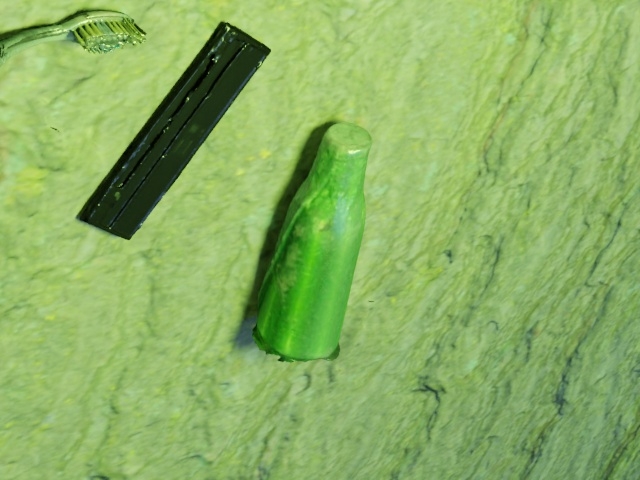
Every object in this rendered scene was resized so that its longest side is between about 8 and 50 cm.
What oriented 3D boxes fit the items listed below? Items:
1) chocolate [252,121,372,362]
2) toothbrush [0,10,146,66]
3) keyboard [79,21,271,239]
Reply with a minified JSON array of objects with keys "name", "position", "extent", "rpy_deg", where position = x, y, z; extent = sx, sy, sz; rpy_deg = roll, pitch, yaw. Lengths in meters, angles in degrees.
[{"name":"chocolate","position":[0.000,0.000,2.028],"extent":[0.110,0.110,0.291],"rpy_deg":[-18,136,-39]},{"name":"toothbrush","position":[-0.326,-0.151,1.522],"extent":[0.413,0.042,0.035],"rpy_deg":[-16,138,-37]},{"name":"keyboard","position":[-0.145,-0.107,1.806],"extent":[0.250,0.017,0.087],"rpy_deg":[-53,147,9]}]
